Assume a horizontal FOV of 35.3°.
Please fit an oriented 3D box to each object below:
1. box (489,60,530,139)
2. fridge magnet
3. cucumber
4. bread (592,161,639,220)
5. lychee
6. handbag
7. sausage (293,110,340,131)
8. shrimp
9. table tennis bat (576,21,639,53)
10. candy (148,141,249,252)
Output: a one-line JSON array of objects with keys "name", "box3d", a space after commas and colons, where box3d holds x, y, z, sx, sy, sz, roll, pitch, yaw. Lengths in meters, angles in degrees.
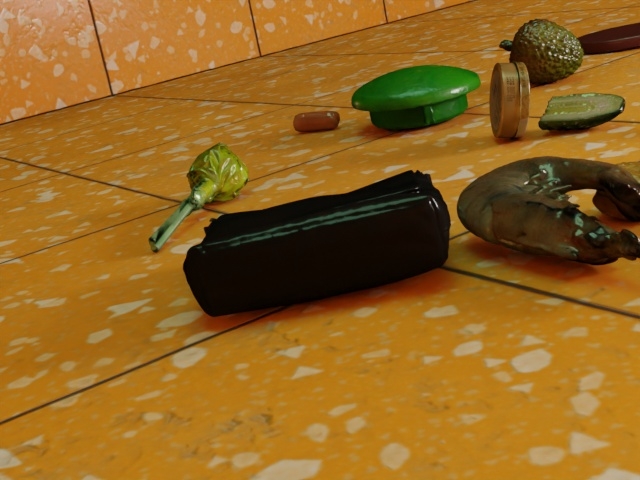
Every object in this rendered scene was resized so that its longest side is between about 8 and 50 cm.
[{"name": "box", "box3d": [0.254, -0.189, 1.359, 0.037, 0.105, 0.105, -1, 17, 0]}, {"name": "fridge magnet", "box3d": [0.152, -0.232, 1.603, 0.208, 0.088, 0.208, -11, 17, 3]}, {"name": "cucumber", "box3d": [0.354, -0.167, 1.347, 0.107, 0.035, 0.067, 0, 38, 32]}, {"name": "bread", "box3d": [0.302, -0.048, 0.964, 0.081, 0.046, 0.083, -1, 17, 16]}, {"name": "lychee", "box3d": [0.375, -0.321, 1.718, 0.146, 0.114, 0.114, 15, 25, 18]}, {"name": "handbag", "box3d": [0.000, 0.000, 0.968, 0.247, 0.080, 0.223, -13, 9, 5]}, {"name": "sausage", "box3d": [-0.007, -0.204, 1.713, 0.083, 0.034, 0.034, -3, 18, 24]}, {"name": "shrimp", "box3d": [0.228, -0.028, 0.903, 0.145, 0.059, 0.254, -29, 22, -23]}, {"name": "table tennis bat", "box3d": [0.645, -0.413, 1.963, 0.310, 0.038, 0.200, -11, 17, 4]}, {"name": "candy", "box3d": [-0.162, -0.049, 1.278, 0.077, 0.073, 0.262, -24, 17, 25]}]
